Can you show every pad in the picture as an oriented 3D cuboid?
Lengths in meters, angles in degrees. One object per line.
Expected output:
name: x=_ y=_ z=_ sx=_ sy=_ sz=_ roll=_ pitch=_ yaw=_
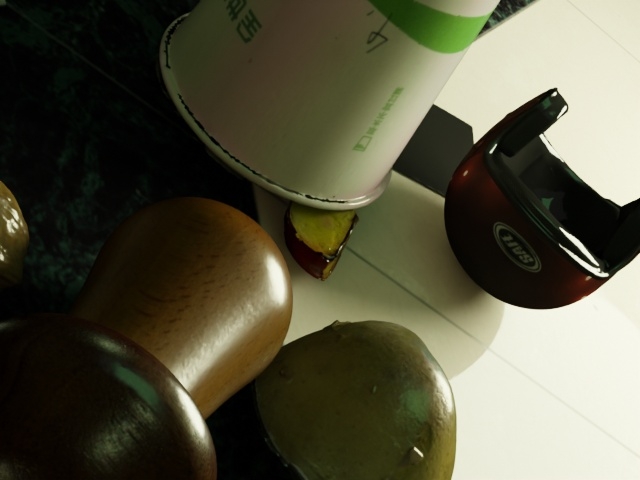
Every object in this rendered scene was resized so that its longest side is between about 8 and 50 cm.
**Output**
pad: x=0.096 y=-0.113 z=1.460 sx=0.190 sy=0.004 sz=0.127 roll=25 pitch=46 yaw=-29

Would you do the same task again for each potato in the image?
potato: x=0.050 y=0.134 z=1.097 sx=0.182 sy=0.117 sz=0.202 roll=34 pitch=22 yaw=-29

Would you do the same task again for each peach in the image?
peach: x=0.000 y=0.000 z=1.239 sx=0.077 sy=0.050 sz=0.083 roll=2 pitch=43 yaw=-33

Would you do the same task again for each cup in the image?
cup: x=0.024 y=-0.203 z=1.221 sx=0.253 sy=0.274 sz=0.253 roll=24 pitch=38 yaw=-20

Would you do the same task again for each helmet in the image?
helmet: x=0.220 y=-0.030 z=1.367 sx=0.189 sy=0.193 sz=0.216 roll=47 pitch=28 yaw=-1

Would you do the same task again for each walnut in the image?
walnut: x=-0.256 y=-0.006 z=0.956 sx=0.124 sy=0.105 sz=0.105 roll=34 pitch=42 yaw=-22

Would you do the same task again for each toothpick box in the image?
toothpick box: x=-0.131 y=0.093 z=0.944 sx=0.192 sy=0.192 sz=0.294 roll=46 pitch=32 yaw=-8

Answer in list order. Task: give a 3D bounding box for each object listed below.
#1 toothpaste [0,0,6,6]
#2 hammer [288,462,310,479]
toothpaste: x=-0.362 y=-0.206 z=1.048 sx=0.301 sy=0.048 sz=0.075 roll=-19 pitch=72 yaw=-52
hammer: x=-0.076 y=0.221 z=0.897 sx=0.013 sy=0.199 sz=0.062 roll=41 pitch=15 yaw=-52
